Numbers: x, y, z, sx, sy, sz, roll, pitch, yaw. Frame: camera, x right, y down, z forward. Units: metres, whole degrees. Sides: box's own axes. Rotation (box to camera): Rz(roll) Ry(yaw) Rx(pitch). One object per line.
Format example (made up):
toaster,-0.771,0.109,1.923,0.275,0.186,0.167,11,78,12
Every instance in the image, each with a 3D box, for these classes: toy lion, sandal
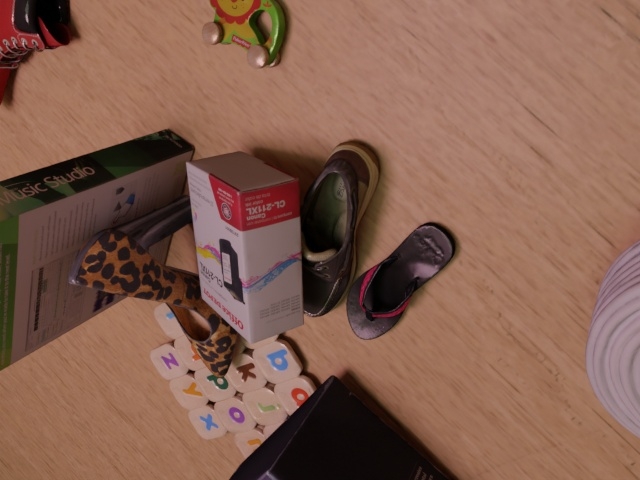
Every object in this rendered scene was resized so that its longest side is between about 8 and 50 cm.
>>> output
toy lion,-0.079,-0.243,0.642,0.100,0.034,0.096,32,118,16
sandal,0.076,0.050,0.672,0.067,0.040,0.179,43,128,8

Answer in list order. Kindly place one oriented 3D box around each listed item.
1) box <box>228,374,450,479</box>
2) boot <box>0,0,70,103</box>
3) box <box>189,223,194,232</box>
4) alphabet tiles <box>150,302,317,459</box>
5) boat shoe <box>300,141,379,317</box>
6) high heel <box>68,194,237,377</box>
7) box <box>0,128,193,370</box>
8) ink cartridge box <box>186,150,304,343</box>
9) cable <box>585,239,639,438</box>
box,0.016,0.385,0.770,0.294,0.183,0.296,41,127,5
boot,-0.418,-0.252,0.821,0.176,0.088,0.244,32,122,14
box,-0.110,-0.034,0.761,0.136,0.028,0.081,-31,93,41
alphabet tiles,-0.129,0.197,0.888,0.278,0.021,0.284,-28,96,39
boat shoe,0.001,0.000,0.676,0.080,0.073,0.223,29,124,19
high heel,-0.198,0.093,0.746,0.093,0.186,0.261,3,116,35
box,-0.297,0.013,0.716,0.058,0.322,0.232,34,126,14
ink cartridge box,-0.082,0.005,0.671,0.127,0.072,0.175,30,128,49
cable,0.338,0.097,0.463,0.257,0.089,0.257,29,142,14
